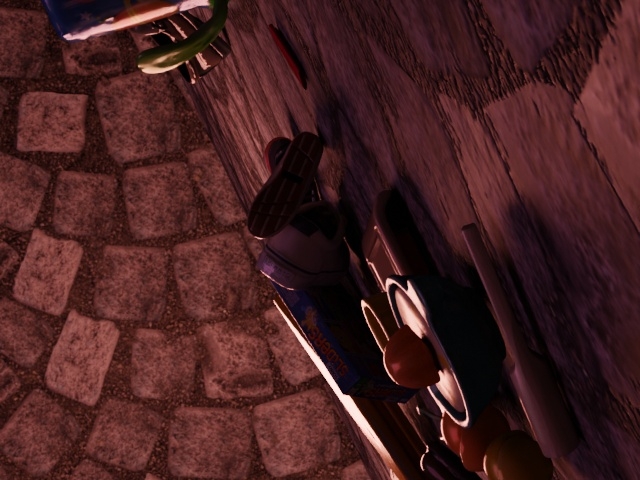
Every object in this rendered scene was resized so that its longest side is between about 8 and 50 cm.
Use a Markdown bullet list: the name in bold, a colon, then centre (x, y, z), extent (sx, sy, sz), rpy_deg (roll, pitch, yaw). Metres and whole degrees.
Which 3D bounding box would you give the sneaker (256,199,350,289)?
- **sneaker**: centre (0.000, 0.000, 1.835), extent (0.094, 0.091, 0.258), rpy_deg (36, -168, 4)

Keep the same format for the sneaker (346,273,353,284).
- **sneaker**: centre (-0.003, 0.059, 2.124), extent (0.190, 0.083, 0.071), rpy_deg (57, 170, 45)

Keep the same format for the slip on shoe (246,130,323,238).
- **slip on shoe**: centre (-0.039, -0.062, 1.726), extent (0.051, 0.135, 0.041), rpy_deg (26, 180, 6)

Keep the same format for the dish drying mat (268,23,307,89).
- **dish drying mat**: centre (-0.034, -0.200, 1.630), extent (0.083, 0.008, 0.032), rpy_deg (60, 173, 37)

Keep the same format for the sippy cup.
- **sippy cup**: centre (-0.258, -0.364, 1.891), extent (0.305, 0.224, 0.240), rpy_deg (-122, 9, -53)

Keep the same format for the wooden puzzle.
- **wooden puzzle**: centre (0.100, 0.077, 1.454), extent (0.221, 0.044, 0.238), rpy_deg (100, 149, -82)

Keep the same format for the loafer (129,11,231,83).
- **loafer**: centre (-0.229, -0.309, 2.151), extent (0.096, 0.084, 0.267), rpy_deg (38, -179, 40)

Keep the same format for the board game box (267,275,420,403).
- **board game box**: centre (0.029, 0.111, 1.871), extent (0.136, 0.035, 0.201), rpy_deg (16, -146, -51)

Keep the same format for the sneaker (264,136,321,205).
- **sneaker**: centre (-0.029, -0.059, 1.974), extent (0.158, 0.061, 0.065), rpy_deg (65, 168, -11)

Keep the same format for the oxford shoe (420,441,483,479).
- **oxford shoe**: centre (0.157, 0.311, 1.532), extent (0.227, 0.096, 0.083), rpy_deg (59, 177, 0)

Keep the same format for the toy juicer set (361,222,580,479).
- **toy juicer set**: centre (0.110, 0.116, 1.176), extent (0.209, 0.089, 0.329), rpy_deg (63, 171, 6)

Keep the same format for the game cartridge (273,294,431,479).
- **game cartridge**: centre (0.065, 0.226, 2.091), extent (0.285, 0.053, 0.323), rpy_deg (57, 176, -26)

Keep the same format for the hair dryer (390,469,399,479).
- **hair dryer**: centre (0.129, 0.372, 2.288), extent (0.293, 0.080, 0.223), rpy_deg (-124, 10, -55)
